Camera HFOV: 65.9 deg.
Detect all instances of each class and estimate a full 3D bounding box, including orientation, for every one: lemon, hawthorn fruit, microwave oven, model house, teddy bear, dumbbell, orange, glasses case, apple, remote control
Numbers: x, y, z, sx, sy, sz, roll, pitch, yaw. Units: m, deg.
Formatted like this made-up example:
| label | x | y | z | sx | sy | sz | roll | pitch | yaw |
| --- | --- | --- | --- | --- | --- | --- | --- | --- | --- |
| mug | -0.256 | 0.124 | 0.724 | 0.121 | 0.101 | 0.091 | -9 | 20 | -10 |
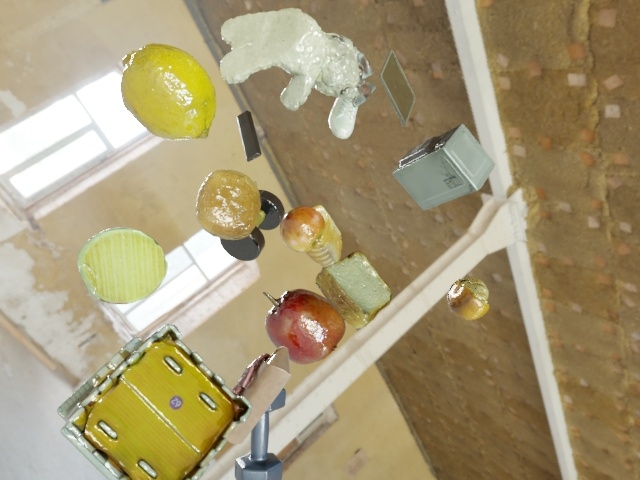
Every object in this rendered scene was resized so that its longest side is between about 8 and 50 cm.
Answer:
| label | x | y | z | sx | sy | sz | roll | pitch | yaw |
| --- | --- | --- | --- | --- | --- | --- | --- | --- | --- |
| lemon | -0.452 | -0.440 | 1.494 | 0.321 | 0.268 | 0.268 | 49 | -17 | -19 |
| hawthorn fruit | -0.086 | 0.311 | 1.926 | 0.369 | 0.284 | 0.285 | 38 | -14 | -18 |
| microwave oven | 0.465 | -0.276 | 1.872 | 0.237 | 0.181 | 0.295 | 48 | -29 | -12 |
| model house | -0.248 | 0.267 | 0.745 | 0.224 | 0.198 | 0.215 | 46 | -31 | -6 |
| teddy bear | -0.061 | -0.544 | 1.554 | 0.376 | 0.326 | 0.362 | -7 | -15 | 23 |
| dumbbell | -0.314 | -0.072 | 2.311 | 0.204 | 0.322 | 0.203 | 12 | -48 | 14 |
| orange | 0.519 | 0.204 | 1.719 | 0.134 | 0.156 | 0.157 | 41 | -11 | -30 |
| glasses case | -0.131 | 0.269 | 0.919 | 0.070 | 0.193 | 0.102 | 27 | 21 | -19 |
| apple | -0.058 | -0.039 | 1.513 | 0.146 | 0.146 | 0.146 | 44 | -20 | 21 |
| remote control | -0.260 | -0.377 | 1.774 | 0.025 | 0.063 | 0.245 | 44 | 22 | -51 |
| dumbbell | -0.196 | 0.625 | 1.600 | 0.144 | 0.160 | 0.324 | 3 | -90 | 33 |

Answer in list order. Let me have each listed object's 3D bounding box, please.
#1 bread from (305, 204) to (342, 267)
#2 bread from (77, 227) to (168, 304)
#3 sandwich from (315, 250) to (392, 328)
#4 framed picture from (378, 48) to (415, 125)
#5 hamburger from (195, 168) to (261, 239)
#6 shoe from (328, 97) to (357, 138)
| label | x | y | z | sx | sy | sz | roll | pitch | yaw |
| --- | --- | --- | --- | --- | --- | --- | --- | --- | --- |
| bread | 0.000 | 0.000 | 1.901 | 0.121 | 0.172 | 0.311 | 2 | -22 | 17 |
| bread | -0.697 | 0.088 | 1.752 | 0.301 | 0.302 | 0.045 | 62 | -8 | -29 |
| sandwich | 0.116 | 0.157 | 1.618 | 0.226 | 0.251 | 0.087 | 47 | -58 | 11 |
| framed picture | 0.320 | -0.628 | 2.031 | 0.023 | 0.188 | 0.260 | -5 | -40 | 35 |
| hamburger | -0.372 | -0.147 | 2.011 | 0.144 | 0.260 | 0.282 | 136 | -43 | -67 |
| shoe | 0.097 | -0.495 | 1.773 | 0.095 | 0.264 | 0.110 | 15 | -29 | -14 |
